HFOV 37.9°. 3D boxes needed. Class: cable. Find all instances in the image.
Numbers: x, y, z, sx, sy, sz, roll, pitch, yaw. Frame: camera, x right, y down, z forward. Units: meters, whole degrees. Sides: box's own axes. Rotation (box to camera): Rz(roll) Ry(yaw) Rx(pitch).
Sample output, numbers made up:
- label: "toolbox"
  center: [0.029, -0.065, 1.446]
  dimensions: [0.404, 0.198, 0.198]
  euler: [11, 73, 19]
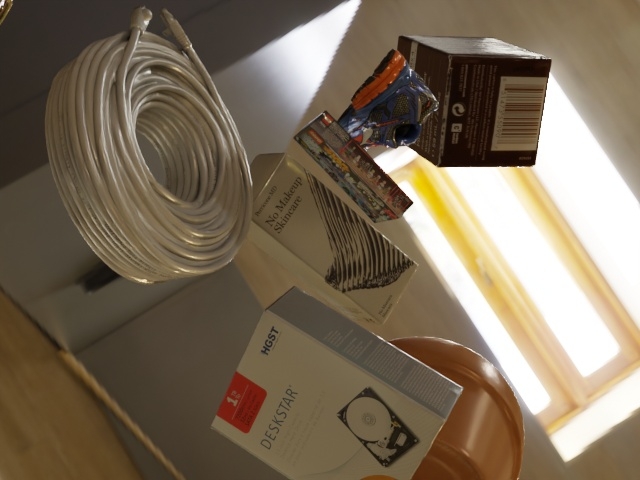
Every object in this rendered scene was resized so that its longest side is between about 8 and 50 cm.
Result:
- label: "cable"
  center: [-0.169, -0.082, 0.947]
  dimensions: [0.089, 0.257, 0.257]
  euler: [-17, -150, 28]

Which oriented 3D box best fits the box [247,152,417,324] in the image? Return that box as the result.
- label: "box"
  center: [0.000, 0.000, 1.321]
  dimensions: [0.113, 0.275, 0.094]
  euler: [-59, -153, -14]

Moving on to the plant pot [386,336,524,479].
- label: "plant pot"
  center: [0.129, 0.298, 1.245]
  dimensions: [0.290, 0.291, 0.203]
  euler: [-34, -173, 16]

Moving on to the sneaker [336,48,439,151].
- label: "sneaker"
  center: [0.070, -0.136, 1.083]
  dimensions: [0.083, 0.087, 0.221]
  euler: [-50, -179, -15]

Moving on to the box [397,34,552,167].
- label: "box"
  center: [0.222, -0.216, 1.427]
  dimensions: [0.166, 0.169, 0.203]
  euler: [-3, -160, -17]

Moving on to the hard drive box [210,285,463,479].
- label: "hard drive box"
  center: [0.016, 0.193, 1.073]
  dimensions: [0.089, 0.232, 0.181]
  euler: [-36, 153, -62]

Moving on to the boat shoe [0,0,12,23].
- label: "boat shoe"
  center: [-0.624, -0.334, 1.540]
  dimensions: [0.324, 0.117, 0.096]
  euler: [-34, -178, 31]

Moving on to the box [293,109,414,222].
- label: "box"
  center: [0.034, -0.077, 1.015]
  dimensions: [0.027, 0.137, 0.094]
  euler: [-46, -173, -11]
